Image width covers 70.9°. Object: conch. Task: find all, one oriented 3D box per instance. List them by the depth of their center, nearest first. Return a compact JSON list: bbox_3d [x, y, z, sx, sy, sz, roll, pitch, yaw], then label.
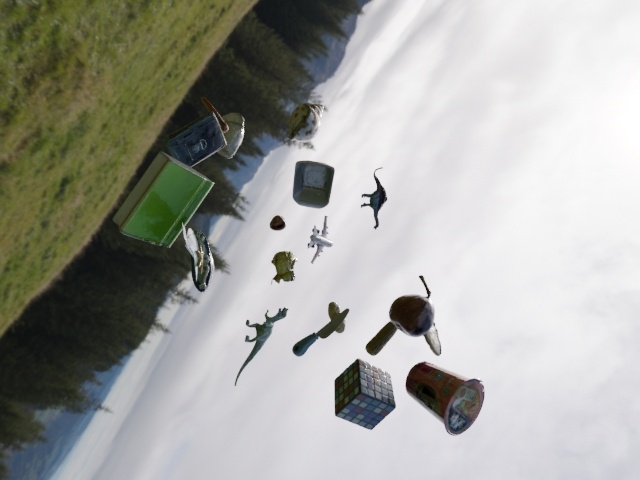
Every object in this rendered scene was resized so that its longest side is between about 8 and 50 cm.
[{"bbox_3d":[-0.065,-0.582,2.202,0.183,0.149,0.274,0,-115,44],"label":"conch"}]

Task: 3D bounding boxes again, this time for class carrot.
[{"bbox_3d":[-0.453,-0.542,1.919,0.037,0.190,0.037,-33,176,-3],"label":"carrot"}]

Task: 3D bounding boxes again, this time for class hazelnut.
[{"bbox_3d":[-0.199,-0.078,2.091,0.086,0.086,0.086,-51,-163,22],"label":"hazelnut"}]

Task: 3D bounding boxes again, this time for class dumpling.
[{"bbox_3d":[-0.501,-0.572,2.424,0.142,0.173,0.247,-96,-153,-84],"label":"dumpling"}]

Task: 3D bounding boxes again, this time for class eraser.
[{"bbox_3d":[-0.504,-0.124,1.462,0.092,0.210,0.274,37,-85,34],"label":"eraser"}]

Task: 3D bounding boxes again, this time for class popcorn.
[{"bbox_3d":[-0.216,0.159,2.669,0.168,0.174,0.195,143,-58,-81],"label":"popcorn"}]

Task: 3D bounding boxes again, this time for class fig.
[{"bbox_3d":[0.432,0.304,1.969,0.249,0.186,0.204,-38,-160,-14],"label":"fig"}]

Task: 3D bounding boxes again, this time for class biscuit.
[{"bbox_3d":[0.520,0.425,2.155,0.040,0.265,0.188,-24,179,25],"label":"biscuit"}]

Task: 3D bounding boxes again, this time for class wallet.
[{"bbox_3d":[-0.492,-0.392,1.796,0.236,0.160,0.055,-37,-133,-21],"label":"wallet"}]

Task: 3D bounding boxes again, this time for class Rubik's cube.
[{"bbox_3d":[0.177,0.629,1.847,0.184,0.182,0.187,-53,-162,26],"label":"Rubik's cube"}]

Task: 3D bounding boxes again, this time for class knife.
[{"bbox_3d":[0.007,0.318,1.540,0.244,0.032,0.058,-35,-147,1],"label":"knife"}]

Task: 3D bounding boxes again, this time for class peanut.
[{"bbox_3d":[0.086,0.400,2.350,0.080,0.080,0.174,-44,-124,41],"label":"peanut"}]

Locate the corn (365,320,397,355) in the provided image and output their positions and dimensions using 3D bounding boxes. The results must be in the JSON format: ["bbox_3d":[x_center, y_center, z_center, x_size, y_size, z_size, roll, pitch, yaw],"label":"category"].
[{"bbox_3d":[0.329,0.513,2.373,0.231,0.080,0.080,-42,-169,-16],"label":"corn"}]

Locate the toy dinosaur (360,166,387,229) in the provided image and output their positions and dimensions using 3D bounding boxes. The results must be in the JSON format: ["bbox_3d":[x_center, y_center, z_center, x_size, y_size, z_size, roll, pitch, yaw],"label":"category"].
[{"bbox_3d":[0.170,-0.132,1.415,0.045,0.080,0.197,-17,112,-66],"label":"toy dinosaur"}]

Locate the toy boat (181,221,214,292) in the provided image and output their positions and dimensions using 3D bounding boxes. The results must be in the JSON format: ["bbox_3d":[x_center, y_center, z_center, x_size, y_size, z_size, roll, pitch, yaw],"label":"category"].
[{"bbox_3d":[-0.399,0.035,1.405,0.291,0.067,0.220,82,-2,-66],"label":"toy boat"}]

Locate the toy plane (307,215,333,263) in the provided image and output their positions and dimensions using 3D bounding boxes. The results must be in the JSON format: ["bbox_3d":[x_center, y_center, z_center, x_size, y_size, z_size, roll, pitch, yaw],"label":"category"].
[{"bbox_3d":[0.000,0.000,1.477,0.171,0.066,0.162,26,81,-75],"label":"toy plane"}]

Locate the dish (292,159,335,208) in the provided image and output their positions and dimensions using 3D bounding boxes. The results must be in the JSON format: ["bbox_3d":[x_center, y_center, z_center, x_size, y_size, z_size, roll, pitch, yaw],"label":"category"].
[{"bbox_3d":[-0.029,-0.226,1.789,0.064,0.154,0.234,-81,-179,-46],"label":"dish"}]

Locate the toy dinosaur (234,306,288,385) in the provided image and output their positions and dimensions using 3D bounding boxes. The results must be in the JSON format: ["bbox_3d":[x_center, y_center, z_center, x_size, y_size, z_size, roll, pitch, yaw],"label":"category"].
[{"bbox_3d":[-0.287,0.411,1.878,0.383,0.129,0.076,-51,-159,-3],"label":"toy dinosaur"}]

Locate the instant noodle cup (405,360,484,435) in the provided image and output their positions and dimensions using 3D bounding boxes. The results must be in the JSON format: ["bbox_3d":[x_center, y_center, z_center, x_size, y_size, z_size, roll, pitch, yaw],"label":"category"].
[{"bbox_3d":[0.484,0.611,1.810,0.255,0.244,0.244,21,-102,53],"label":"instant noodle cup"}]
